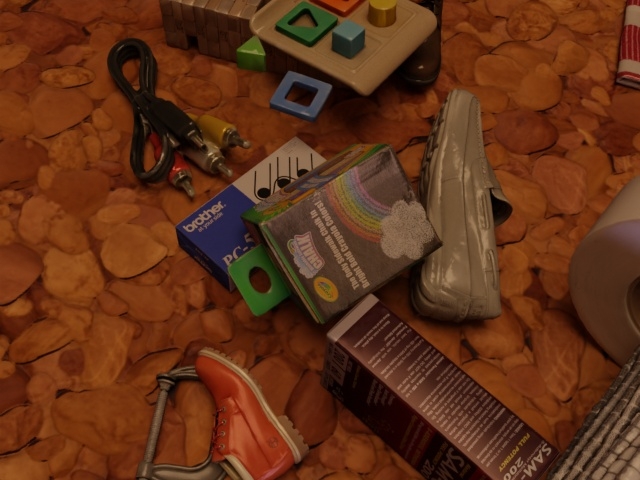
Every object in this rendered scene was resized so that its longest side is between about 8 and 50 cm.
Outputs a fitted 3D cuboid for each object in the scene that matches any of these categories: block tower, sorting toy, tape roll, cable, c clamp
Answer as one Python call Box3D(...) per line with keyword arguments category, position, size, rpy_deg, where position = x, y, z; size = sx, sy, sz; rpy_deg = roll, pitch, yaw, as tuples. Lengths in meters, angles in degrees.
Box3D(category="block tower", position=(-0.068, -0.306, 1.127), size=(0.336, 0.097, 0.091), rpy_deg=(15, 57, 7))
Box3D(category="sorting toy", position=(0.033, -0.298, 1.043), size=(0.196, 0.047, 0.347), rpy_deg=(34, 61, 17))
Box3D(category="tape roll", position=(0.410, 0.057, 0.814), size=(0.286, 0.286, 0.100), rpy_deg=(36, 61, 18))
Box3D(category="cable", position=(-0.222, -0.163, 1.061), size=(0.139, 0.072, 0.287), rpy_deg=(-40, 55, -7))
Box3D(category="c clamp", position=(-0.156, 0.200, 0.834), size=(0.137, 0.022, 0.160), rpy_deg=(12, 56, 2))

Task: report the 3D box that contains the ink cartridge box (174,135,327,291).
Box3D(category="ink cartridge box", position=(-0.070, -0.037, 0.979), size=(0.097, 0.046, 0.207), rpy_deg=(40, 63, 21))

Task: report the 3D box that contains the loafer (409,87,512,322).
Box3D(category="loafer", position=(0.180, -0.047, 0.974), size=(0.112, 0.112, 0.319), rpy_deg=(10, 65, -4))

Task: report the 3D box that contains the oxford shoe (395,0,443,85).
Box3D(category="oxford shoe", position=(0.142, -0.325, 1.153), size=(0.083, 0.096, 0.227), rpy_deg=(4, 59, -4))

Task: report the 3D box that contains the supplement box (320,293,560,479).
Box3D(category="supplement box", position=(0.111, 0.178, 0.805), size=(0.239, 0.130, 0.073), rpy_deg=(39, 63, 20))

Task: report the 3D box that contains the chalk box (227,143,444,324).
Box3D(category="chalk box", position=(0.000, 0.000, 0.874), size=(0.213, 0.132, 0.132), rpy_deg=(-31, 103, -8))

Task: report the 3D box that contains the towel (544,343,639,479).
Box3D(category="towel", position=(0.346, 0.250, 0.742), size=(0.284, 0.121, 0.235), rpy_deg=(-43, 98, -24))

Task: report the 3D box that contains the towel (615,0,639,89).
Box3D(category="towel", position=(0.598, -0.337, 1.230), size=(0.237, 0.037, 0.329), rpy_deg=(17, 58, 8))

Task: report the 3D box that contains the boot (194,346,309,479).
Box3D(category="boot", position=(-0.093, 0.185, 0.816), size=(0.085, 0.059, 0.158), rpy_deg=(-36, 76, -26))
